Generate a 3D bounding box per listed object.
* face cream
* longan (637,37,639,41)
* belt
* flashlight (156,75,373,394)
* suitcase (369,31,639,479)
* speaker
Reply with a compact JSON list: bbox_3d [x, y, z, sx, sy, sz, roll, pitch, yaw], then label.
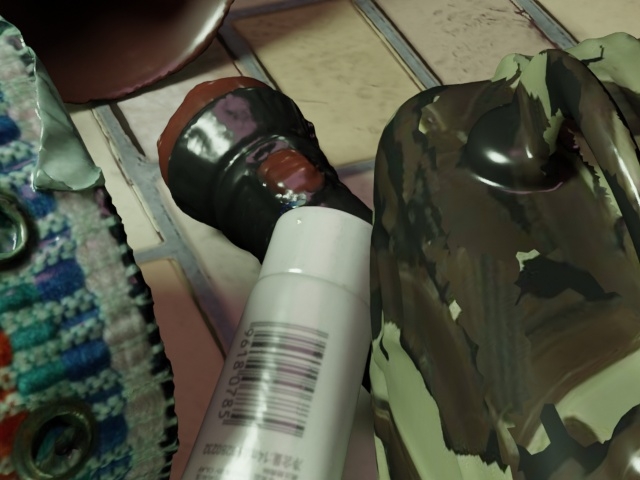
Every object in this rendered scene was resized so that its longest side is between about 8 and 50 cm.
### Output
[{"bbox_3d":[-0.022,0.096,0.818,0.092,0.058,0.244,8,61,16],"label":"face cream"},{"bbox_3d":[0.206,-0.031,0.938,0.189,0.189,0.189,-1,37,1],"label":"longan"},{"bbox_3d":[-0.174,0.020,0.823,0.150,0.207,0.257,-21,73,-28],"label":"belt"},{"bbox_3d":[0.000,0.000,0.960,0.093,0.093,0.232,-20,41,-23],"label":"flashlight"},{"bbox_3d":[0.132,0.086,0.630,0.194,0.339,0.351,-8,37,-8],"label":"suitcase"},{"bbox_3d":[-0.187,-0.276,1.201,0.198,0.259,0.329,3,30,-32],"label":"speaker"}]
